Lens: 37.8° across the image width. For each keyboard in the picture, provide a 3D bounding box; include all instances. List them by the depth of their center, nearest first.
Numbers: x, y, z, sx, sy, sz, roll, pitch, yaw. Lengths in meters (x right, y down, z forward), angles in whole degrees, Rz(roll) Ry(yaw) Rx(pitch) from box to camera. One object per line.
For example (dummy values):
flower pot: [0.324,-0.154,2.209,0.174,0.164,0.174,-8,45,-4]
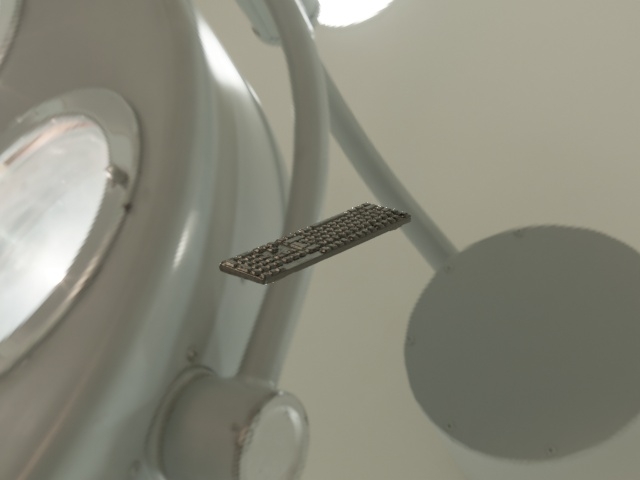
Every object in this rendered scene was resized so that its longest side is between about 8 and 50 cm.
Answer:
keyboard: [0.000,0.000,0.876,0.061,0.013,0.204,16,-153,40]
